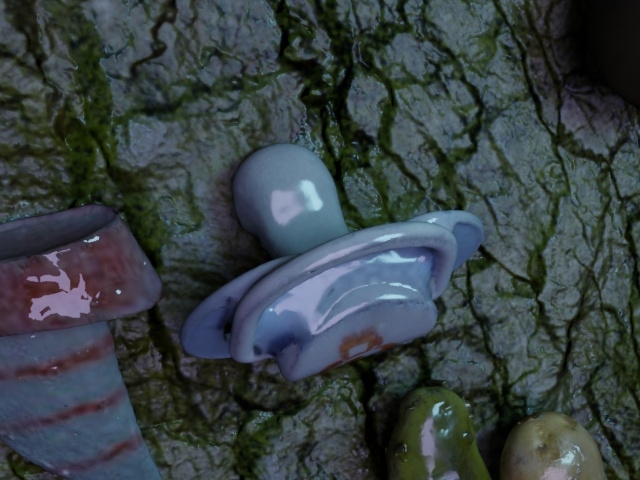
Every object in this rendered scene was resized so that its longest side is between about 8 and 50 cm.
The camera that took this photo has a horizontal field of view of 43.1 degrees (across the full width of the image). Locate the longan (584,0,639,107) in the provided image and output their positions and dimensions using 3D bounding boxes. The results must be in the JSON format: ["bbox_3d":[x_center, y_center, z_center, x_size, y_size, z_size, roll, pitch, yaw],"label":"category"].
[{"bbox_3d":[0.360,-0.214,0.763,0.213,0.198,0.198,-23,107,-14],"label":"longan"}]

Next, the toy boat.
[{"bbox_3d":[-0.217,0.121,0.686,0.206,0.096,0.282,-17,117,-9],"label":"toy boat"}]

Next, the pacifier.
[{"bbox_3d":[0.000,0.000,0.699,0.279,0.227,0.207,-17,65,-16],"label":"pacifier"}]

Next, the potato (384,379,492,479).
[{"bbox_3d":[0.122,0.250,0.812,0.117,0.090,0.225,-21,103,-30],"label":"potato"}]

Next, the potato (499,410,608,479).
[{"bbox_3d":[0.244,0.263,0.848,0.119,0.109,0.178,-12,105,3],"label":"potato"}]
